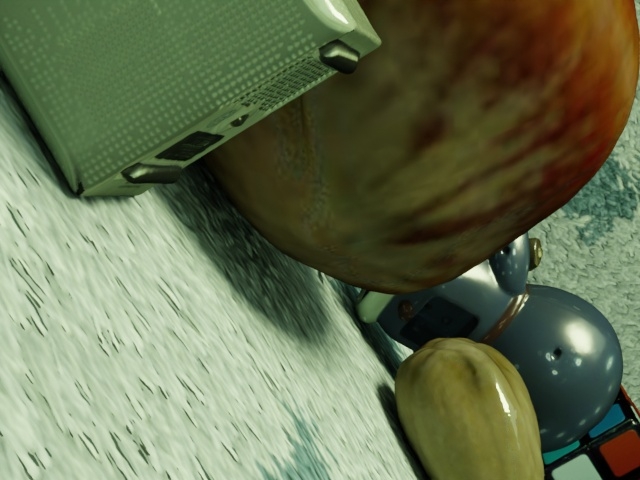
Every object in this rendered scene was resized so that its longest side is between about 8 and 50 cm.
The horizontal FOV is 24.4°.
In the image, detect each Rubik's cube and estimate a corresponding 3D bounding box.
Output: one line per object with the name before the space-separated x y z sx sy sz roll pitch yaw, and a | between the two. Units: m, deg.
Rubik's cube | 0.277 0.249 1.517 0.163 0.162 0.160 57 9 -16

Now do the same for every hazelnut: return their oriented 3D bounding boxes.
hazelnut | 0.048 -0.154 1.057 0.409 0.359 0.359 48 14 -48

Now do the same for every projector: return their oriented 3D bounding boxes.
projector | -0.102 -0.163 0.811 0.242 0.177 0.163 60 8 0

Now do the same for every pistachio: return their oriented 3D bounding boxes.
pistachio | 0.122 0.160 1.204 0.108 0.126 0.185 -3 55 -30

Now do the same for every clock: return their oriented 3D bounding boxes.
clock | 0.155 0.086 1.327 0.243 0.199 0.146 39 33 -4

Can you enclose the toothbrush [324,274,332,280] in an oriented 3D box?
toothbrush | 0.000 0.000 1.331 0.014 0.017 0.162 60 4 -23
